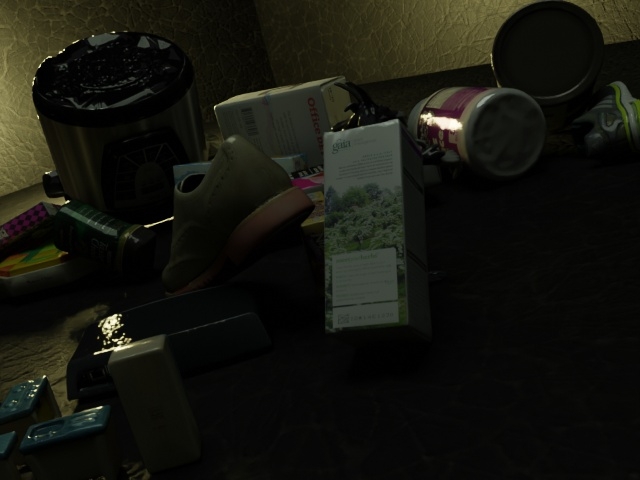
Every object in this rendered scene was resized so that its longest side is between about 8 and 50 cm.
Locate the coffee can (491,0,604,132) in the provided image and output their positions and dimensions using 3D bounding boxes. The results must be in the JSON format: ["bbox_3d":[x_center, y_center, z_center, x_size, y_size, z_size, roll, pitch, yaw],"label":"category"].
[{"bbox_3d":[0.454,-0.340,1.543,0.202,0.201,0.275,-10,-5,15],"label":"coffee can"}]

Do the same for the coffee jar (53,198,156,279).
[{"bbox_3d":[-0.385,0.000,1.380,0.184,0.096,0.079,20,33,12],"label":"coffee jar"}]

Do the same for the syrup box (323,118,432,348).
[{"bbox_3d":[0.063,-0.006,0.853,0.093,0.236,0.096,-8,-20,22],"label":"syrup box"}]

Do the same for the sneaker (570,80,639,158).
[{"bbox_3d":[0.523,-0.220,1.419,0.121,0.111,0.300,-15,14,14],"label":"sneaker"}]

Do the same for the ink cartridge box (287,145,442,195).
[{"bbox_3d":[0.020,-0.098,1.399,0.371,0.069,0.176,-18,17,-3],"label":"ink cartridge box"}]

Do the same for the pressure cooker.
[{"bbox_3d":[-0.451,-0.237,1.826,0.370,0.420,0.375,15,46,17],"label":"pressure cooker"}]

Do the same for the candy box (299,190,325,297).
[{"bbox_3d":[0.000,0.000,1.127,0.053,0.109,0.186,-15,16,-3],"label":"candy box"}]

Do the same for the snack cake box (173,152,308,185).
[{"bbox_3d":[-0.169,-0.135,1.671,0.265,0.089,0.152,-3,8,11],"label":"snack cake box"}]

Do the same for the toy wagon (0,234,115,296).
[{"bbox_3d":[-0.526,0.031,1.562,0.267,0.068,0.344,-14,16,2],"label":"toy wagon"}]

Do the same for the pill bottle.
[{"bbox_3d":[0.285,-0.213,1.483,0.169,0.169,0.301,-19,16,-14],"label":"pill bottle"}]

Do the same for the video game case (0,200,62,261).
[{"bbox_3d":[-0.637,-0.002,1.615,0.232,0.041,0.210,-31,-2,1],"label":"video game case"}]

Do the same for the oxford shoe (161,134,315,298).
[{"bbox_3d":[-0.147,-0.022,1.085,0.140,0.146,0.397,-34,-2,-38],"label":"oxford shoe"}]

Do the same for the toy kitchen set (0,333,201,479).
[{"bbox_3d":[-0.236,0.158,0.780,0.207,0.122,0.166,-15,16,-3],"label":"toy kitchen set"}]

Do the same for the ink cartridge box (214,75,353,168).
[{"bbox_3d":[-0.073,-0.251,1.825,0.306,0.226,0.131,-4,21,30],"label":"ink cartridge box"}]

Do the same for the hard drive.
[{"bbox_3d":[-0.192,0.121,0.988,0.255,0.054,0.172,-15,16,-1],"label":"hard drive"}]

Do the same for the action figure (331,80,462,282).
[{"bbox_3d":[0.095,-0.083,1.020,0.141,0.275,0.164,-16,15,-21],"label":"action figure"}]
